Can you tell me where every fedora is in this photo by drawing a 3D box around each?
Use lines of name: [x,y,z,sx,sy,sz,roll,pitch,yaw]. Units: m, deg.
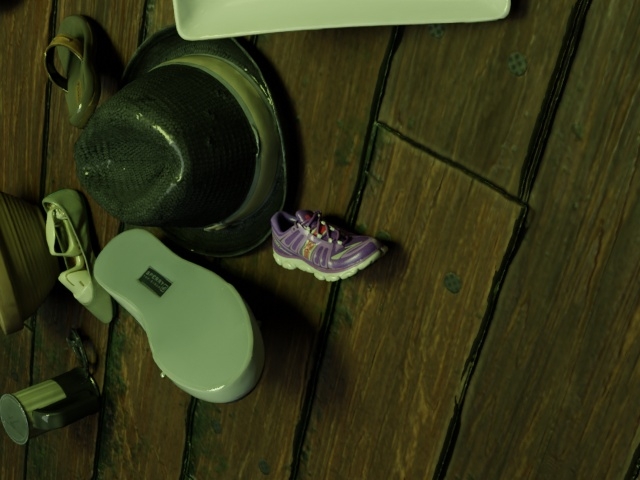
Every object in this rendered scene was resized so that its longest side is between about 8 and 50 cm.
fedora: [-0.194,-0.110,1.290,0.334,0.152,0.334,17,115,40]

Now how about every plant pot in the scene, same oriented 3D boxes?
plant pot: [-0.469,0.016,1.612,0.237,0.110,0.237,55,156,40]

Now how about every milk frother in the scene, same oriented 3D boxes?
milk frother: [-0.425,0.227,1.652,0.129,0.135,0.143,-21,89,46]

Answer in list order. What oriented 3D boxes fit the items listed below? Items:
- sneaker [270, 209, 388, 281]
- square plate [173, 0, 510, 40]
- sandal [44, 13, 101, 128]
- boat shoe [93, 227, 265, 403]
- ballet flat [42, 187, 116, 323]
sneaker: [0.000,0.000,1.187,0.170,0.068,0.071,9,123,43]
square plate: [0.005,-0.375,0.997,0.344,0.049,0.347,0,106,19]
sandal: [-0.340,-0.233,1.411,0.090,0.060,0.219,-54,36,36]
boat shoe: [-0.158,0.119,1.340,0.367,0.136,0.156,31,165,48]
ballet flat: [-0.369,0.030,1.575,0.072,0.068,0.213,-9,98,46]
